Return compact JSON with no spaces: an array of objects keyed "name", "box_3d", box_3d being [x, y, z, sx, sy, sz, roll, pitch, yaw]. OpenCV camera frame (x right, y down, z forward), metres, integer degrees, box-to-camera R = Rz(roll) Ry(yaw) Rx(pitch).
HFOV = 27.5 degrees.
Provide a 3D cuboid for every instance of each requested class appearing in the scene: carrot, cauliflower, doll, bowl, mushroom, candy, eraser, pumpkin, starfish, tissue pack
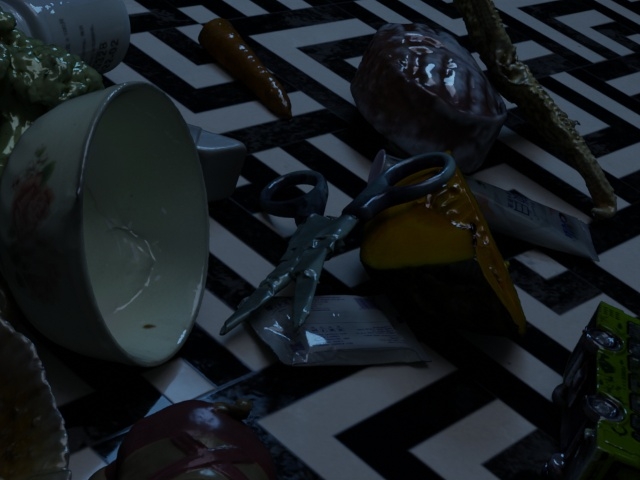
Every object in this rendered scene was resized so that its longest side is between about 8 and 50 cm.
[{"name":"carrot","box_3d":[-0.101,-0.247,1.906,0.057,0.057,0.224,-8,43,-38]},{"name":"cauliflower","box_3d":[-0.379,-0.130,1.347,0.327,0.260,0.281,-8,30,-4]},{"name":"doll","box_3d":[-0.104,0.235,1.010,0.196,0.152,0.256,-18,19,-1]},{"name":"bowl","box_3d":[-0.224,-0.014,1.271,0.145,0.277,0.277,-2,24,21]},{"name":"mushroom","box_3d":[-0.326,0.068,1.239,0.084,0.067,0.083,20,40,-17]},{"name":"candy","box_3d":[0.156,-0.210,1.874,0.214,0.157,0.289,18,26,-19]},{"name":"eraser","box_3d":[-0.267,-0.120,1.561,0.352,0.089,0.061,16,34,-6]},{"name":"pumpkin","box_3d":[0.144,0.039,1.537,0.148,0.169,0.312,-23,26,13]},{"name":"starfish","box_3d":[0.310,-0.237,1.979,0.432,0.082,0.324,54,11,-5]},{"name":"tissue pack","box_3d":[0.015,0.096,1.428,0.193,0.026,0.122,0,34,-30]}]

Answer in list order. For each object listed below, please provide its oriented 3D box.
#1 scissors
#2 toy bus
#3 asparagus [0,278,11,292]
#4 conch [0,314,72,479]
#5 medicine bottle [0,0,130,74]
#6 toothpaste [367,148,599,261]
[{"name":"scissors","box_3d":[0.000,0.000,1.476,0.256,0.029,0.383,-7,26,23]},{"name":"toy bus","box_3d":[0.322,0.186,1.377,0.139,0.113,0.301,23,29,0]},{"name":"asparagus","box_3d":[-0.311,0.048,1.323,0.248,0.024,0.025,-7,43,-40]},{"name":"conch","box_3d":[-0.361,0.139,0.989,0.352,0.210,0.297,45,33,2]},{"name":"medicine bottle","box_3d":[-0.371,-0.258,1.675,0.144,0.144,0.252,31,29,20]},{"name":"toothpaste","box_3d":[0.222,-0.044,1.747,0.323,0.066,0.100,18,30,-13]}]
